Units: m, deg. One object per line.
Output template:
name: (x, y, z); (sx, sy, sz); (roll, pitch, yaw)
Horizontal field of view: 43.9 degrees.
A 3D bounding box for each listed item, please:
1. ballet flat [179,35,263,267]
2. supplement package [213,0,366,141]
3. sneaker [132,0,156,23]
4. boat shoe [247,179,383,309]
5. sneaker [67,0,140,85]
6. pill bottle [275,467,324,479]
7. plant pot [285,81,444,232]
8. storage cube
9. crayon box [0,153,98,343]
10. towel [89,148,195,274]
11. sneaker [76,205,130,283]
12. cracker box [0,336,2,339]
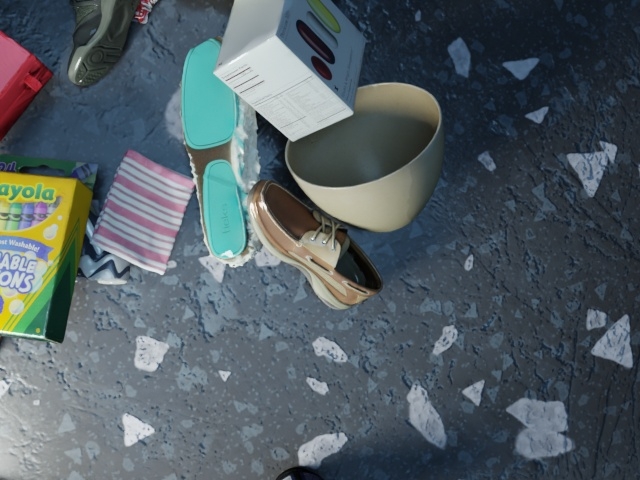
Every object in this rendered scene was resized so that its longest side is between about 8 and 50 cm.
ballet flat: (-0.169, -0.157, 1.454); (0.147, 0.147, 0.408); (-5, 94, -9)
supplement package: (-0.047, -0.323, 1.379); (0.203, 0.149, 0.194); (38, 47, -36)
sneaker: (-0.312, -0.440, 1.459); (0.118, 0.042, 0.067); (-19, 91, -1)
boat shoe: (0.000, 0.000, 1.432); (0.324, 0.116, 0.123); (44, 48, -33)
sneaker: (-0.412, -0.398, 1.429); (0.130, 0.087, 0.227); (38, 113, 25)
pill bottle: (-0.031, 0.491, 1.443); (0.123, 0.219, 0.122); (0, 92, -9)
plant pot: (0.100, -0.125, 1.446); (0.284, 0.284, 0.191); (-31, 132, -7)
storage cube: (-0.601, -0.279, 1.345); (0.215, 0.184, 0.193); (37, 86, -9)
crayon box: (-0.513, -0.001, 1.341); (0.203, 0.083, 0.322); (6, 76, 6)
towel: (-0.316, -0.053, 1.430); (0.144, 0.029, 0.197); (25, 65, -22)
sneaker: (-0.458, -0.004, 1.429); (0.235, 0.094, 0.153); (2, 79, 3)
cracker box: (-0.669, 0.104, 1.405); (0.232, 0.067, 0.155); (22, 88, -8)
